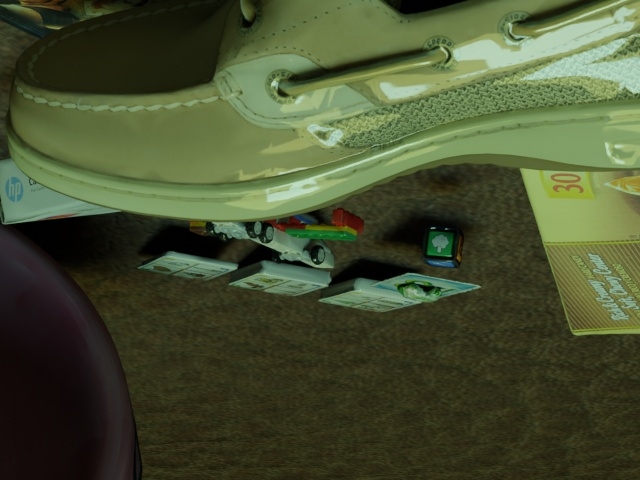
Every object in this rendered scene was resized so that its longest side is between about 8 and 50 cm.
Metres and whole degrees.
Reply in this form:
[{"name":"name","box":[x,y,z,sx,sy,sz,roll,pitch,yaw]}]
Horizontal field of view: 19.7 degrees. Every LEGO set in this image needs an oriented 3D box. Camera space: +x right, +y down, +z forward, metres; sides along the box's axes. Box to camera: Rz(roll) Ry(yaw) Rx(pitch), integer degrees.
[{"name":"LEGO set","box":[0.000,0.000,1.167,0.182,0.060,0.244,10,170,-17]}]

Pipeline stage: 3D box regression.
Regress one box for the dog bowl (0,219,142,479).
[{"name":"dog bowl","box":[-0.291,0.130,1.101,0.408,0.408,0.150,9,141,-13]}]

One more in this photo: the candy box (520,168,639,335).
[{"name":"candy box","box":[0.202,-0.039,0.936,0.183,0.088,0.316,-1,159,14]}]

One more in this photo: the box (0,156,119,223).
[{"name":"box","box":[-0.055,-0.047,0.966,0.186,0.038,0.145,-13,177,38]}]

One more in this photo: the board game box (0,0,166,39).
[{"name":"board game box","box":[-0.089,-0.136,0.804,0.165,0.042,0.243,-16,152,42]}]

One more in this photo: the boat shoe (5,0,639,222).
[{"name":"boat shoe","box":[0.023,-0.089,0.725,0.341,0.122,0.110,-5,127,19]}]
